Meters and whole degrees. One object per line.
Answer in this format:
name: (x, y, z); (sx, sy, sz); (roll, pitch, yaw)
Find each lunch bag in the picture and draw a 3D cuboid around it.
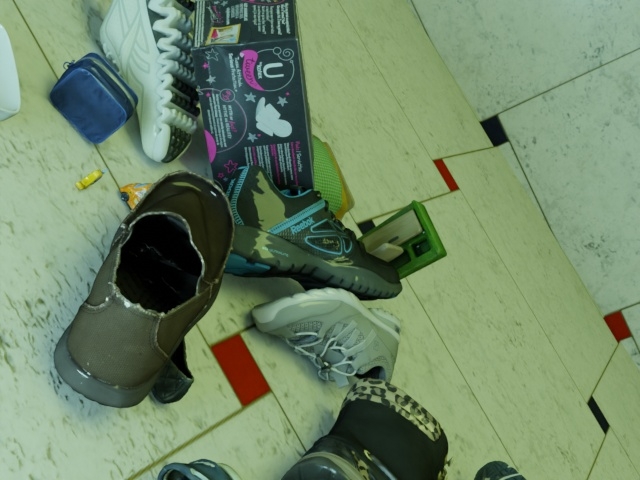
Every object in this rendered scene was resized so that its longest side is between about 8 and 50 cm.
lunch bag: (-0.270, -0.174, 1.333); (0.098, 0.067, 0.065); (49, 23, -18)

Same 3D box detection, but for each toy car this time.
toy car: (-0.225, -0.051, 1.303); (0.122, 0.040, 0.060); (6, 55, -64)

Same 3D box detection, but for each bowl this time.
bowl: (-0.378, -0.187, 1.140); (0.142, 0.053, 0.142); (28, 36, -51)

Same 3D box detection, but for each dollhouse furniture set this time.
dollhouse furniture set: (0.041, -0.082, 1.761); (0.197, 0.151, 0.302); (14, 48, -60)

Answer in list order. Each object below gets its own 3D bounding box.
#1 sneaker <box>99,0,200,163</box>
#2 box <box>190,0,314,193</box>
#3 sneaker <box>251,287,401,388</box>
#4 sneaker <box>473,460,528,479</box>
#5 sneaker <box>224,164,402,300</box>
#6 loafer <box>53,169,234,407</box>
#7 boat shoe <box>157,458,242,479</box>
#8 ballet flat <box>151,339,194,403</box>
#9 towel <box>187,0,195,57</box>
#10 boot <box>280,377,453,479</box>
sneaker: (-0.227, -0.238, 1.474); (0.110, 0.118, 0.292); (41, 43, -70)
box: (-0.086, -0.203, 1.521); (0.163, 0.142, 0.247); (-94, 179, -49)
sneaker: (0.022, 0.137, 1.499); (0.281, 0.105, 0.115); (19, 61, -46)
sneaker: (0.313, 0.474, 1.715); (0.283, 0.110, 0.122); (66, 5, 11)
sneaker: (0.000, 0.000, 1.513); (0.341, 0.125, 0.140); (21, 70, -48)
loafer: (-0.154, 0.024, 1.173); (0.133, 0.130, 0.366); (29, 32, -10)
boat shoe: (-0.076, 0.310, 1.043); (0.079, 0.095, 0.254); (22, 31, -52)
ballet flat: (-0.161, 0.102, 1.225); (0.057, 0.049, 0.173); (39, 29, -42)
towel: (-0.234, -0.433, 1.777); (0.332, 0.053, 0.317); (48, 24, -25)
boot: (0.114, 0.360, 1.371); (0.377, 0.138, 0.284); (50, 22, -6)
